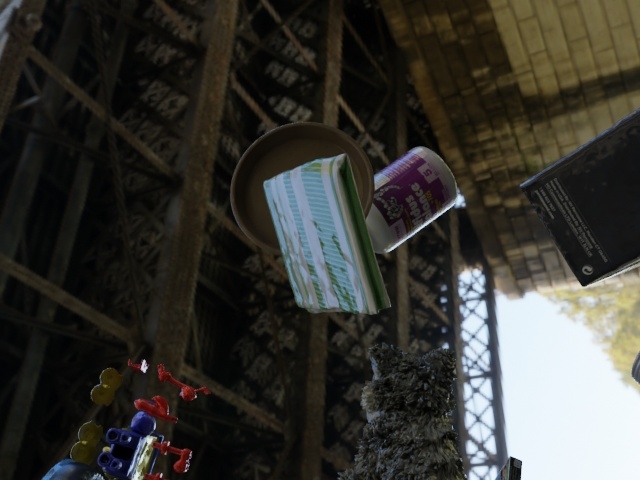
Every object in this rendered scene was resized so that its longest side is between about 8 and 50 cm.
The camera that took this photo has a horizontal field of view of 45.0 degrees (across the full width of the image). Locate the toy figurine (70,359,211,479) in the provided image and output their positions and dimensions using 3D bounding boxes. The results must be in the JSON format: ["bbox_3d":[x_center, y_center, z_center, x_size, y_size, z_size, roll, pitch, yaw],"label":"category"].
[{"bbox_3d":[-0.311,0.405,1.321,0.217,0.191,0.363,93,-169,-70],"label":"toy figurine"}]

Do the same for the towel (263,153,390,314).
[{"bbox_3d":[0.000,0.000,1.228,0.038,0.325,0.248,-18,-87,-21],"label":"towel"}]

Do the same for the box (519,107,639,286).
[{"bbox_3d":[0.499,-0.086,1.120,0.296,0.294,0.183,-7,-116,-56],"label":"box"}]

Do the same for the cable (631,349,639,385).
[{"bbox_3d":[0.769,0.224,1.629,0.089,0.257,0.257,41,-176,34],"label":"cable"}]

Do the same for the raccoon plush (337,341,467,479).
[{"bbox_3d":[0.198,0.340,1.260,0.216,0.446,0.299,10,-91,-26],"label":"raccoon plush"}]

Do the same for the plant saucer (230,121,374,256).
[{"bbox_3d":[-0.034,-0.094,1.475,0.041,0.277,0.278,67,-161,-70],"label":"plant saucer"}]

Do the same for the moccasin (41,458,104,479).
[{"bbox_3d":[-0.250,0.397,0.889,0.138,0.116,0.342,-44,-38,-50],"label":"moccasin"}]

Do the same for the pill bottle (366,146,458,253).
[{"bbox_3d":[0.160,-0.075,1.802,0.301,0.169,0.169,-36,-63,-14],"label":"pill bottle"}]

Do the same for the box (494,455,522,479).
[{"bbox_3d":[0.461,0.652,1.930,0.207,0.036,0.114,-60,-8,-58],"label":"box"}]
